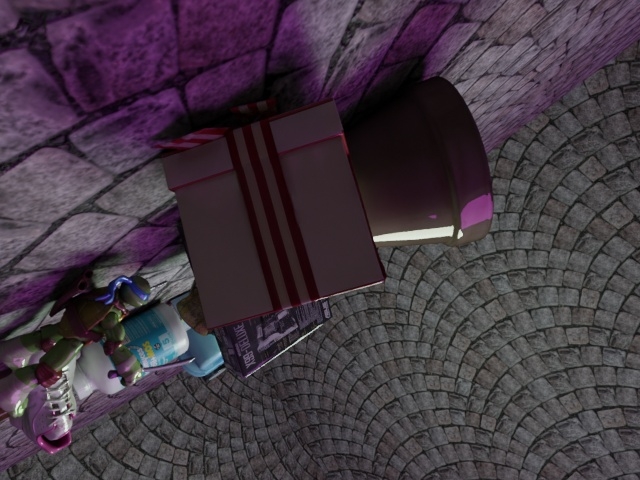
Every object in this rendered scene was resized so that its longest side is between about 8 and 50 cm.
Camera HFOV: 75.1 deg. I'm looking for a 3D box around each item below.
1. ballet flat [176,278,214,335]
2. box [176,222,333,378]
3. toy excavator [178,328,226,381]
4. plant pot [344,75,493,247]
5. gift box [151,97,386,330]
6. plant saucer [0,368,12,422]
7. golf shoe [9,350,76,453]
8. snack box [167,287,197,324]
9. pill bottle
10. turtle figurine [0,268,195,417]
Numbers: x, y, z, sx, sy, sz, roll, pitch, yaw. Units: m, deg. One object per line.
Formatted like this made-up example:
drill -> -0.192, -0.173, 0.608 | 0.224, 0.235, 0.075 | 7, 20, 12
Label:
ballet flat -> -0.182, 0.041, 0.908 | 0.349, 0.123, 0.123 | -57, -176, -32
box -> -0.111, 0.072, 0.817 | 0.242, 0.308, 0.076 | -28, -155, -35
toy excavator -> -0.365, 0.338, 1.542 | 0.432, 0.222, 0.445 | -35, 168, -4
plant pot -> 0.130, -0.115, 0.814 | 0.280, 0.323, 0.323 | -17, 171, 2
gift box -> -0.069, -0.033, 0.579 | 0.276, 0.258, 0.255 | -15, 173, 2
plant saucer -> -0.716, 0.360, 0.934 | 0.310, 0.050, 0.310 | -33, 170, -7
golf shoe -> -0.540, 0.310, 0.846 | 0.115, 0.140, 0.306 | -24, 147, -53
snack box -> -0.382, 0.207, 1.248 | 0.174, 0.070, 0.207 | -26, 167, -42
pill bottle -> -0.474, 0.274, 1.025 | 0.264, 0.146, 0.146 | -28, 169, -36
turtle figurine -> -0.386, 0.184, 0.728 | 0.266, 0.198, 0.275 | -29, 166, -10
